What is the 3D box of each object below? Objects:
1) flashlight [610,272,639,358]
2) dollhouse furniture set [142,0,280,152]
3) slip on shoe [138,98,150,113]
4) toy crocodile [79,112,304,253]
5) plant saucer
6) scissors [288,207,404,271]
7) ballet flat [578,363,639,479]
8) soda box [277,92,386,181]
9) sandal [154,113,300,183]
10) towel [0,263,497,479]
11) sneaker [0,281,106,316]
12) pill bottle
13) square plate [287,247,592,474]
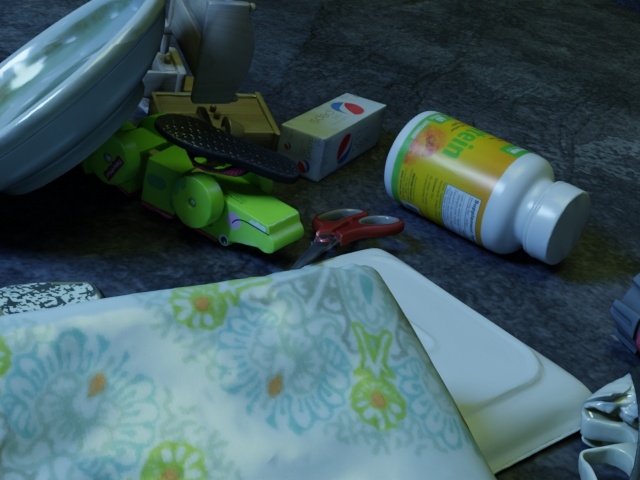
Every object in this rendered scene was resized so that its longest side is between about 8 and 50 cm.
[{"bbox_3d":[0.423,0.142,0.943,0.103,0.103,0.304,0,28,-27],"label":"flashlight"},{"bbox_3d":[-0.124,-0.295,1.281,0.174,0.355,0.303,-2,41,-24],"label":"dollhouse furniture set"},{"bbox_3d":[-0.260,-0.225,1.461,0.135,0.041,0.051,28,32,30],"label":"slip on shoe"},{"bbox_3d":[-0.172,-0.069,1.148,0.341,0.105,0.115,27,32,21],"label":"toy crocodile"},{"bbox_3d":[-0.322,-0.157,1.109,0.401,0.100,0.400,-27,29,16],"label":"plant saucer"},{"bbox_3d":[0.000,0.000,1.096,0.109,0.021,0.297,12,19,28],"label":"scissors"},{"bbox_3d":[0.280,0.179,0.835,0.096,0.095,0.280,5,25,15],"label":"ballet flat"},{"bbox_3d":[0.019,-0.159,1.407,0.074,0.069,0.216,22,29,20],"label":"soda box"},{"bbox_3d":[-0.110,-0.095,1.085,0.179,0.040,0.067,20,33,-21],"label":"sandal"},{"bbox_3d":[-0.049,0.169,0.608,0.375,0.090,0.320,-7,57,-31],"label":"towel"},{"bbox_3d":[-0.352,0.062,0.723,0.410,0.182,0.158,-11,34,-36],"label":"sneaker"},{"bbox_3d":[0.217,-0.066,1.224,0.246,0.136,0.136,30,33,32],"label":"pill bottle"},{"bbox_3d":[0.050,0.111,0.923,0.344,0.049,0.347,-13,35,-39],"label":"square plate"}]
